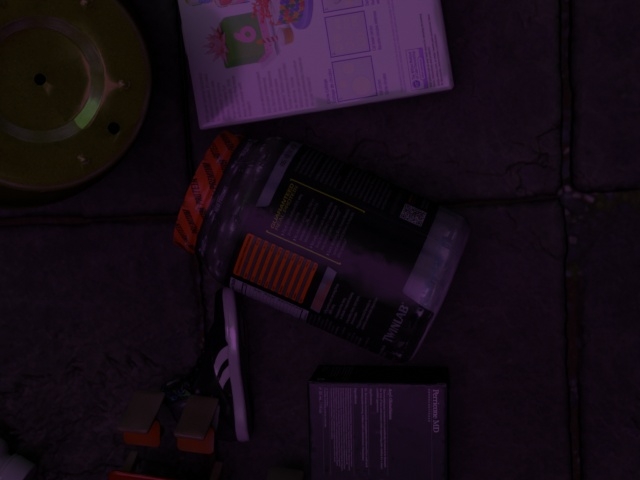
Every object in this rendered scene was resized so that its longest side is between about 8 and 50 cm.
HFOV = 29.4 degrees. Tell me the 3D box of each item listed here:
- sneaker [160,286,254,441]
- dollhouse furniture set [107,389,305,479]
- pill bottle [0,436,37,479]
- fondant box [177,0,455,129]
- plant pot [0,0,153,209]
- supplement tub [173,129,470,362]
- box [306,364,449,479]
[{"bbox_3d":[-0.160,0.171,1.648,0.121,0.079,0.216,-3,99,6],"label":"sneaker"},{"bbox_3d":[-0.155,0.354,1.610,0.259,0.135,0.262,6,115,6],"label":"dollhouse furniture set"},{"bbox_3d":[-0.509,0.306,1.690,0.209,0.119,0.119,29,100,2],"label":"pill bottle"},{"bbox_3d":[-0.008,-0.284,1.558,0.331,0.096,0.238,-8,97,7],"label":"fondant box"},{"bbox_3d":[-0.345,-0.195,1.419,0.367,0.353,0.366,-3,100,-18],"label":"plant pot"},{"bbox_3d":[0.000,0.000,1.540,0.338,0.207,0.207,25,100,3],"label":"supplement tub"},{"bbox_3d":[0.081,0.304,1.626,0.184,0.103,0.261,1,98,10],"label":"box"}]
